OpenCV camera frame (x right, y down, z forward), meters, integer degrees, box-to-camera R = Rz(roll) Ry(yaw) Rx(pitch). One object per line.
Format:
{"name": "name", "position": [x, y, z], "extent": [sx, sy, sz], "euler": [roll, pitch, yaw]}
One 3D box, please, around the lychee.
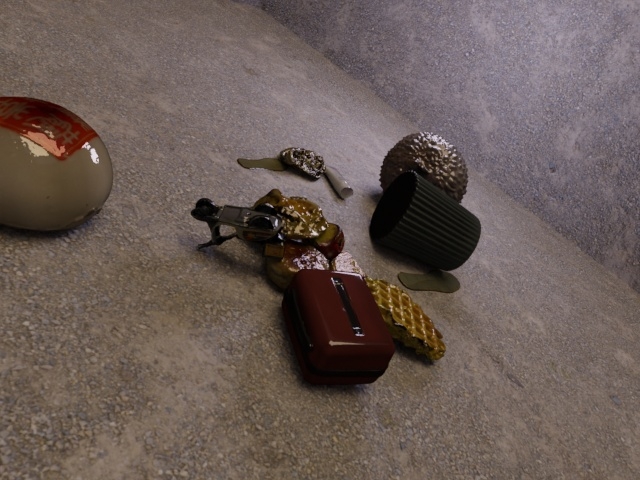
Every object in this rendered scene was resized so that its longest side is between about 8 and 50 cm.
{"name": "lychee", "position": [0.448, -0.267, 2.330], "extent": [0.380, 0.380, 0.432], "euler": [44, 5, 20]}

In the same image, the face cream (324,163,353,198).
{"name": "face cream", "position": [0.067, -0.258, 2.255], "extent": [0.092, 0.058, 0.243], "euler": [17, 27, -34]}

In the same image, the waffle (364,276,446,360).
{"name": "waffle", "position": [0.247, 0.229, 1.635], "extent": [0.312, 0.060, 0.307], "euler": [19, 30, -44]}

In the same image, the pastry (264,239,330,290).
{"name": "pastry", "position": [-0.069, 0.077, 1.574], "extent": [0.193, 0.093, 0.182], "euler": [15, 34, -15]}

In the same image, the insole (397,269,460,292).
{"name": "insole", "position": [0.414, 0.151, 2.013], "extent": [0.348, 0.009, 0.119], "euler": [4, 40, -40]}

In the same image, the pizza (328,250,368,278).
{"name": "pizza", "position": [0.082, 0.100, 1.733], "extent": [0.134, 0.046, 0.175], "euler": [33, 30, 4]}

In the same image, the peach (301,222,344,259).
{"name": "peach", "position": [0.001, 0.006, 1.730], "extent": [0.172, 0.092, 0.127], "euler": [11, 43, 39]}

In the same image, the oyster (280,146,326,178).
{"name": "oyster", "position": [-0.071, -0.339, 2.219], "extent": [0.214, 0.083, 0.223], "euler": [19, 24, -31]}

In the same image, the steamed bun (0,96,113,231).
{"name": "steamed bun", "position": [-0.678, -0.203, 1.273], "extent": [0.375, 0.241, 0.374], "euler": [21, 31, -13]}

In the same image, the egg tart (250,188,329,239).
{"name": "egg tart", "position": [-0.106, -0.086, 1.667], "extent": [0.297, 0.132, 0.297], "euler": [7, 20, -3]}

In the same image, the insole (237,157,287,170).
{"name": "insole", "position": [-0.217, -0.295, 2.083], "extent": [0.253, 0.005, 0.086], "euler": [-9, 49, -50]}

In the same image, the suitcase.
{"name": "suitcase", "position": [0.038, 0.217, 1.383], "extent": [0.236, 0.161, 0.297], "euler": [5, 40, -26]}

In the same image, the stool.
{"name": "stool", "position": [0.403, -0.061, 2.048], "extent": [0.330, 0.297, 0.297], "euler": [27, 30, -17]}

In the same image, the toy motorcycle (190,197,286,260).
{"name": "toy motorcycle", "position": [-0.222, -0.035, 1.465], "extent": [0.263, 0.157, 0.091], "euler": [10, 39, -1]}
